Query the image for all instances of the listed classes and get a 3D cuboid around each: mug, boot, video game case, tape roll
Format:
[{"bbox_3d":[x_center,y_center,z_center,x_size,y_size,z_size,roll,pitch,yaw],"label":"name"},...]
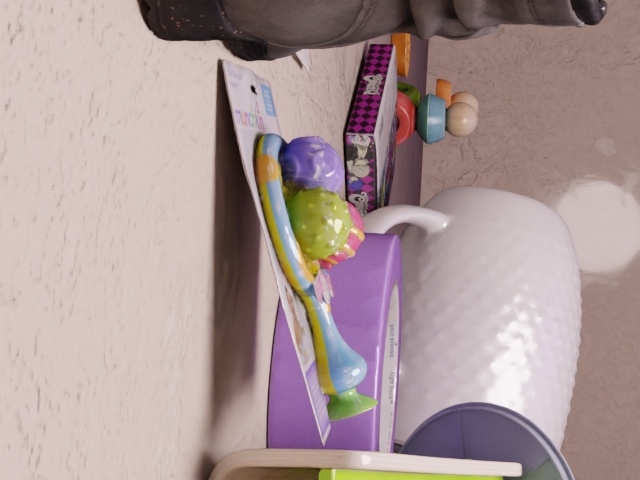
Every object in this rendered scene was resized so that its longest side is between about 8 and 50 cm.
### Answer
[{"bbox_3d":[0.158,0.095,1.173,0.374,0.276,0.328,25,76,-38],"label":"mug"},{"bbox_3d":[0.053,-0.153,0.543,0.338,0.222,0.118,-63,154,-69],"label":"boot"},{"bbox_3d":[0.070,-0.114,1.250,0.232,0.041,0.210,-76,166,-49],"label":"video game case"},{"bbox_3d":[0.022,0.129,0.882,0.275,0.090,0.275,3,90,-82],"label":"tape roll"}]

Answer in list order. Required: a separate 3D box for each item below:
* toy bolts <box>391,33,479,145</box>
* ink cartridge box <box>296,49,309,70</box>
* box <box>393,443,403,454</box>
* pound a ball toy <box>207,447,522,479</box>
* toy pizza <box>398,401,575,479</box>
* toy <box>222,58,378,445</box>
[{"bbox_3d":[0.203,-0.265,1.675,0.229,0.158,0.218,-73,164,-57],"label":"toy bolts"},{"bbox_3d":[0.016,-0.246,0.775,0.115,0.067,0.198,14,80,-82],"label":"ink cartridge box"},{"bbox_3d":[0.176,0.584,1.744,0.312,0.178,0.344,-68,160,-68],"label":"box"},{"bbox_3d":[0.024,0.247,0.625,0.319,0.135,0.208,21,65,-55],"label":"pound a ball toy"},{"bbox_3d":[0.133,0.236,0.782,0.032,0.201,0.201,15,76,-43],"label":"toy pizza"},{"bbox_3d":[0.000,0.000,0.623,0.137,0.056,0.237,-26,105,-82],"label":"toy"}]
